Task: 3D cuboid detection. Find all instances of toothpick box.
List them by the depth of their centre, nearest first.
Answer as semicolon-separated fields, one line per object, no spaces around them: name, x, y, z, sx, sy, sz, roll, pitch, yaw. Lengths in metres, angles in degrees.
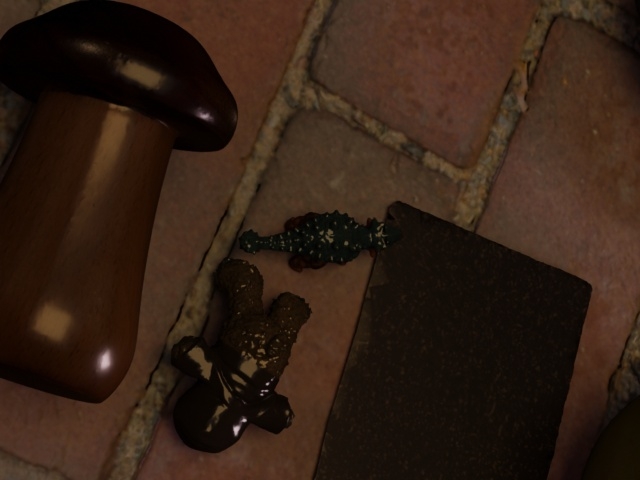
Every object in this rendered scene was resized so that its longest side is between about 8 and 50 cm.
toothpick box;-0.183;-0.036;1.439;0.192;0.192;0.294;22;78;-21

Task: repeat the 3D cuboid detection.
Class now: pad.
pad;0.111;0.152;1.643;0.220;0.004;0.330;23;72;-21

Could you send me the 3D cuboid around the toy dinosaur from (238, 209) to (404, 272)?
toy dinosaur;0.000;0.000;1.588;0.154;0.055;0.049;-4;87;-28

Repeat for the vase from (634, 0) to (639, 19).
vase;0.405;-0.100;1.746;0.173;0.173;0.321;-15;94;-27

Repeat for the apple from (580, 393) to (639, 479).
apple;0.366;0.241;1.613;0.292;0.254;0.292;7;75;-28

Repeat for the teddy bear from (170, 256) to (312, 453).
teddy bear;-0.060;0.098;1.530;0.119;0.078;0.160;33;68;-21
